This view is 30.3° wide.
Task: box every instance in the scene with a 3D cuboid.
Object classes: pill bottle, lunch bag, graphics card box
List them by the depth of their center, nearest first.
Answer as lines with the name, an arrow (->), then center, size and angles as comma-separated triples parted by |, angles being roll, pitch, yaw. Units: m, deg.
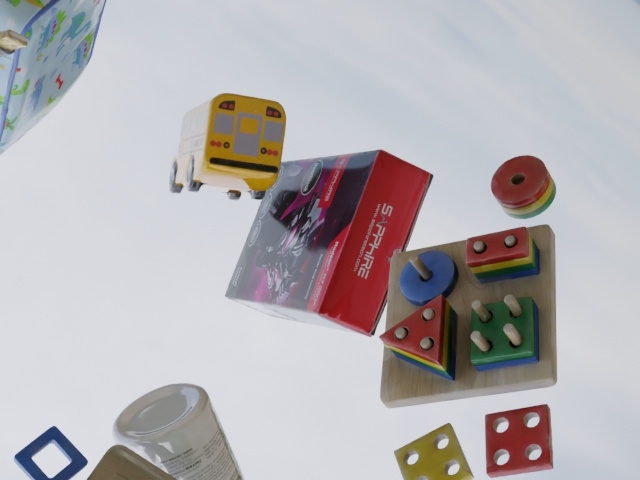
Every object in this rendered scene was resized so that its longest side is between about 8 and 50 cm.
lunch bag -> -0.263, -0.189, 1.061 | 0.090, 0.219, 0.176 | 36, -126, 0
pill bottle -> -0.166, 0.309, 1.512 | 0.131, 0.131, 0.229 | -86, -21, -66
graphics card box -> 0.000, 0.000, 1.658 | 0.094, 0.233, 0.371 | 23, 172, -21

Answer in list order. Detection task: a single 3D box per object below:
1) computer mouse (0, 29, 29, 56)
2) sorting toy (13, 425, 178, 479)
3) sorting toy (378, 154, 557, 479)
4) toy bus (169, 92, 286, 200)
computer mouse -> -0.252, -0.101, 0.768 | 0.184, 0.262, 0.060 | -29, -77, -42
sorting toy -> -0.215, 0.359, 1.349 | 0.347, 0.047, 0.196 | 33, -129, 0
sorting toy -> 0.102, 0.055, 0.863 | 0.046, 0.132, 0.275 | 50, -142, -45
toy bus -> -0.140, -0.127, 1.683 | 0.108, 0.130, 0.332 | 6, 180, -15
